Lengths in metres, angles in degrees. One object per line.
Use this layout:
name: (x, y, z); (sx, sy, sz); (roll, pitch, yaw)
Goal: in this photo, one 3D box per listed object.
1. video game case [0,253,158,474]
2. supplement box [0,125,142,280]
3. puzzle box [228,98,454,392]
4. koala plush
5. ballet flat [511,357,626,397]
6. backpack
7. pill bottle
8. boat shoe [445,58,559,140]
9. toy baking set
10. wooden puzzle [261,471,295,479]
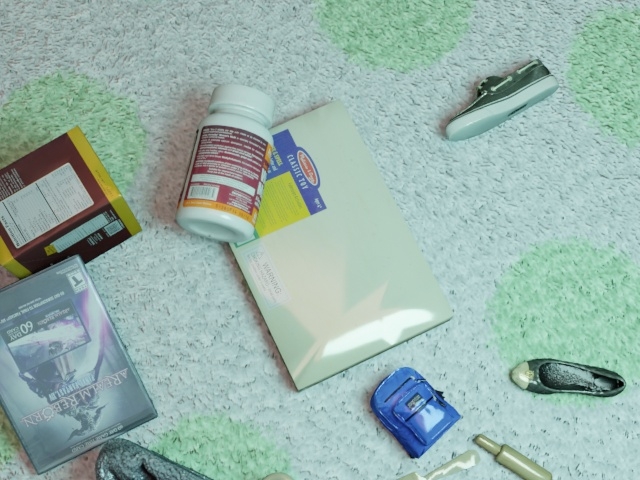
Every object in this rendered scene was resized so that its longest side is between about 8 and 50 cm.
video game case: (-0.389, 0.184, 1.294); (0.196, 0.026, 0.274); (-25, 97, -8)
supplement box: (-0.399, -0.041, 1.322); (0.194, 0.191, 0.129); (-32, 79, -10)
puzzle box: (0.000, 0.000, 1.390); (0.272, 0.052, 0.409); (-24, 76, -7)
koala plush: (-0.256, 0.409, 1.209); (0.203, 0.196, 0.221); (21, 75, 17)
ballet flat: (0.381, 0.208, 1.339); (0.173, 0.049, 0.057); (4, 73, 0)
backpack: (0.139, 0.247, 1.299); (0.098, 0.101, 0.120); (-39, 75, -18)
pill bottle: (-0.139, -0.118, 1.332); (0.121, 0.121, 0.221); (11, 74, 2)
boat shoe: (0.291, -0.235, 1.454); (0.219, 0.078, 0.070); (-27, 77, -17)
toy baking set: (0.245, 0.393, 1.294); (0.256, 0.030, 0.197); (36, 77, 9)
wooden puzzle: (-0.058, 0.536, 1.152); (0.322, 0.080, 0.348); (47, 61, 0)
